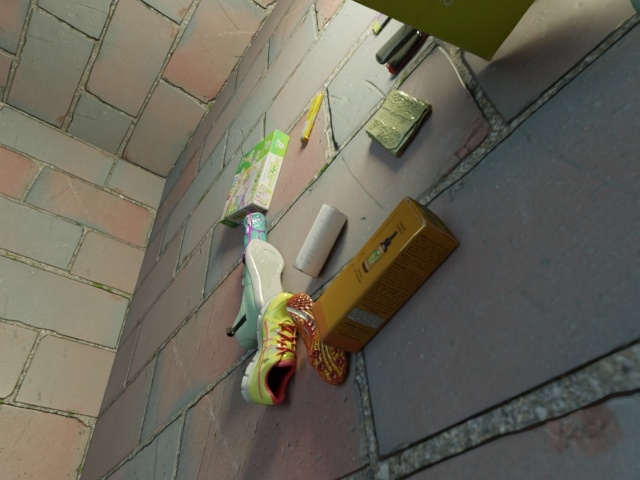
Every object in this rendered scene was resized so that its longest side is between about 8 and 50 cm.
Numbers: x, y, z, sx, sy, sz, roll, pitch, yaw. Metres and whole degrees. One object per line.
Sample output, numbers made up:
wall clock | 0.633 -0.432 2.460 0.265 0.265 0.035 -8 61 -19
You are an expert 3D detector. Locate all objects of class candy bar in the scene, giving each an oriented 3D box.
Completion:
candy bar | -0.023 -0.337 1.212 0.040 0.018 0.162 -11 59 61

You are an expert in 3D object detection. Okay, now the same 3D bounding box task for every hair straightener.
hair straightener | 0.189 -0.432 0.856 0.230 0.089 0.047 -41 53 32

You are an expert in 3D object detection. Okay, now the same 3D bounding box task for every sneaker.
sneaker | -0.070 0.196 0.803 0.094 0.081 0.209 -2 71 51
sneaker | 0.000 0.160 0.732 0.064 0.067 0.175 -28 47 -2
sneaker | -0.150 0.114 0.978 0.151 0.094 0.256 -53 28 26

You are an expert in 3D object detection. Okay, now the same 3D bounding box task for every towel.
towel | 0.158 -0.548 1.084 0.083 0.009 0.060 -46 34 33
towel | 0.140 -0.224 0.831 0.110 0.027 0.148 -55 29 15

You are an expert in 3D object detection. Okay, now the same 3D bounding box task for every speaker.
speaker | 0.000 0.000 0.855 0.136 0.055 0.055 -64 28 1

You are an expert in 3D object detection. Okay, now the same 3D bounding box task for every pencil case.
pencil case | -0.168 -0.002 1.127 0.064 0.070 0.152 -26 42 15

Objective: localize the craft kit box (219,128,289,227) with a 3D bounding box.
craft kit box | -0.203 -0.180 1.356 0.246 0.060 0.250 -17 54 51

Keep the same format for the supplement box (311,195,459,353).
supplement box | 0.086 0.055 0.642 0.233 0.080 0.078 -53 30 23

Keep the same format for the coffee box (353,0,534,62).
coffee box | 0.140 -0.502 0.580 0.338 0.337 0.335 -56 49 36

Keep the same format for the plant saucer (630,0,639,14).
plant saucer | 0.406 -0.316 0.441 0.195 0.037 0.195 -39 38 38
